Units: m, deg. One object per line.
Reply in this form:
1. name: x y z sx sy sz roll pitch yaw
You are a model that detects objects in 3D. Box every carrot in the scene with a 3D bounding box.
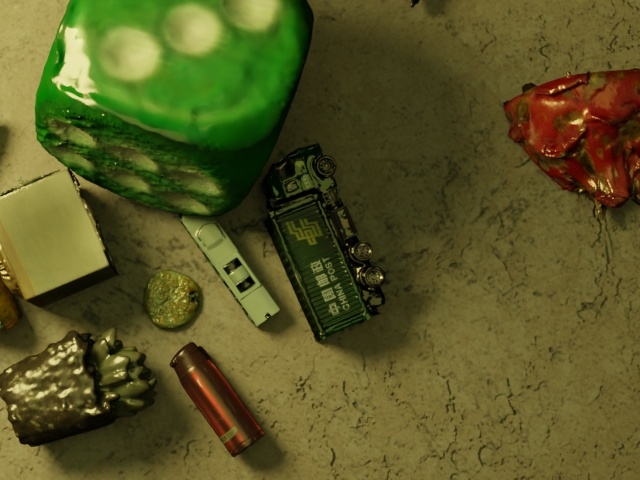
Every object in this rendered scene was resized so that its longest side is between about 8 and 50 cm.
1. carrot: -0.476 0.050 1.645 0.082 0.082 0.173 -30 96 -10

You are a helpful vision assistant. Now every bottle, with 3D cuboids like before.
1. bottle: -0.144 0.215 1.680 0.060 0.060 0.164 -36 86 -11

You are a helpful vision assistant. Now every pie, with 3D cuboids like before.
1. pie: -0.210 0.085 1.712 0.085 0.017 0.085 1 82 -8

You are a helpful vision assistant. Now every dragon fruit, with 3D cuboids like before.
1. dragon fruit: 0.420 -0.141 1.763 0.262 0.134 0.211 -10 85 -8

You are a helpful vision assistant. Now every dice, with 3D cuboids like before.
1. dice: -0.195 -0.215 1.604 0.297 0.287 0.300 20 69 -10

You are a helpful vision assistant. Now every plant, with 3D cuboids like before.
1. plant: -0.321 0.191 1.626 0.194 0.129 0.132 -21 84 -6

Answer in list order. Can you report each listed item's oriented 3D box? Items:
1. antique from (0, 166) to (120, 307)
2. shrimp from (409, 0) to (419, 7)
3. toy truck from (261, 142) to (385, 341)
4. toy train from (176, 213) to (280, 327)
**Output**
1. antique: -0.367 0.000 1.644 0.148 0.147 0.152 -24 85 -7
2. shrimp: 0.199 -0.482 1.828 0.164 0.062 0.317 17 77 -6
3. toy truck: 0.000 0.000 1.715 0.121 0.088 0.259 -22 85 -9
4. toy train: -0.134 0.026 1.716 0.043 0.047 0.207 -35 88 -12
